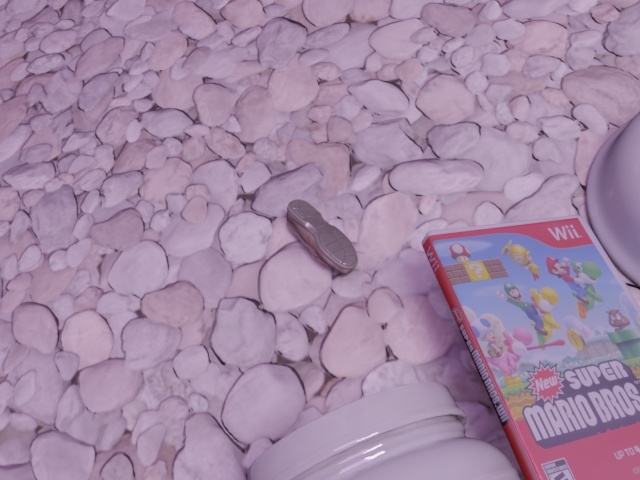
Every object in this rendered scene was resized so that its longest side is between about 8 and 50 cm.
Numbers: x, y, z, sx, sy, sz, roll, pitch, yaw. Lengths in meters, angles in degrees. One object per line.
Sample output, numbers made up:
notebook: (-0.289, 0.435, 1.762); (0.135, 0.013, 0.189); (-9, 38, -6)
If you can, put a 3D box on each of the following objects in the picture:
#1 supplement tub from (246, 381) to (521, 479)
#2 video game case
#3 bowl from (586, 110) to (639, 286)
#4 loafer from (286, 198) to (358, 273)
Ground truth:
supplement tub: (0.083, 0.292, 0.426); (0.228, 0.228, 0.316); (-26, 59, 0)
video game case: (0.238, 0.102, 0.554); (0.204, 0.025, 0.285); (-6, 57, -20)
bowl: (0.440, -0.072, 0.582); (0.297, 0.134, 0.298); (-6, 62, 12)
loafer: (0.000, 0.000, 0.722); (0.045, 0.039, 0.125); (-20, 56, -36)
